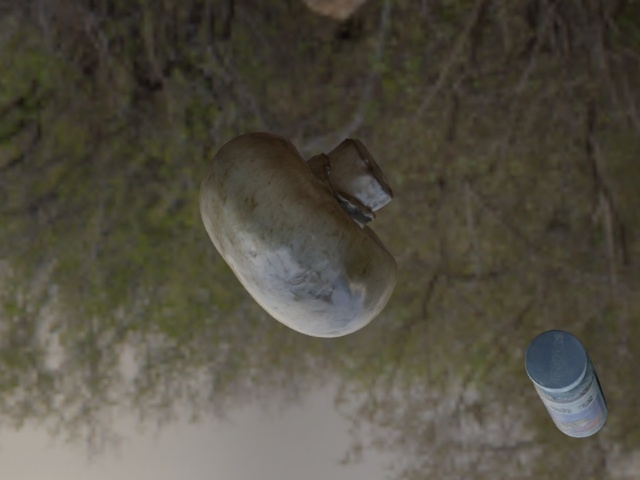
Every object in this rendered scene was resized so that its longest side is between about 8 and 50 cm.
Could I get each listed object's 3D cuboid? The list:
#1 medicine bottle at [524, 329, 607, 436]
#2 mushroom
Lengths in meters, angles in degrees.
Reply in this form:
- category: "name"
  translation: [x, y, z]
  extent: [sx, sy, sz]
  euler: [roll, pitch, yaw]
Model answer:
- category: "medicine bottle"
  translation: [0.201, 0.119, 1.135]
  extent: [0.051, 0.051, 0.191]
  euler: [-6, 159, 15]
- category: "mushroom"
  translation: [0.000, 0.000, 1.510]
  extent: [0.195, 0.189, 0.254]
  euler: [-37, 135, 7]
